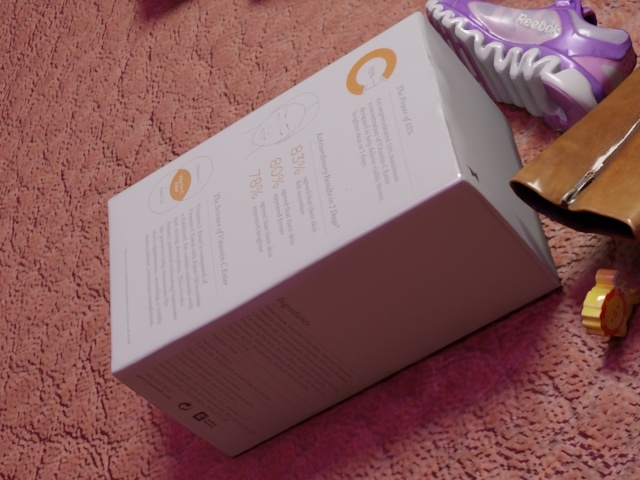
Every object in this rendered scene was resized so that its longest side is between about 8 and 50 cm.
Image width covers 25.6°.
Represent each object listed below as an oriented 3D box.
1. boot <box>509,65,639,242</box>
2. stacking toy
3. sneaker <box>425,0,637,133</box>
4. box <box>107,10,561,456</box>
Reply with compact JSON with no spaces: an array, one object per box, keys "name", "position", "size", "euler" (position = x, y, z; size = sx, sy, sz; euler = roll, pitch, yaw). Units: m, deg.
[{"name":"boot","position":[0.307,-0.106,1.042],"size":[0.280,0.096,0.264],"euler":[-42,34,-19]},{"name":"stacking toy","position":[0.309,-0.015,1.061],"size":[0.167,0.052,0.221],"euler":[6,62,43]},{"name":"sneaker","position":[0.193,-0.178,1.272],"size":[0.104,0.095,0.236],"euler":[-45,45,-8]},{"name":"box","position":[0.000,0.000,1.225],"size":[0.345,0.168,0.215],"euler":[-29,43,20]}]
